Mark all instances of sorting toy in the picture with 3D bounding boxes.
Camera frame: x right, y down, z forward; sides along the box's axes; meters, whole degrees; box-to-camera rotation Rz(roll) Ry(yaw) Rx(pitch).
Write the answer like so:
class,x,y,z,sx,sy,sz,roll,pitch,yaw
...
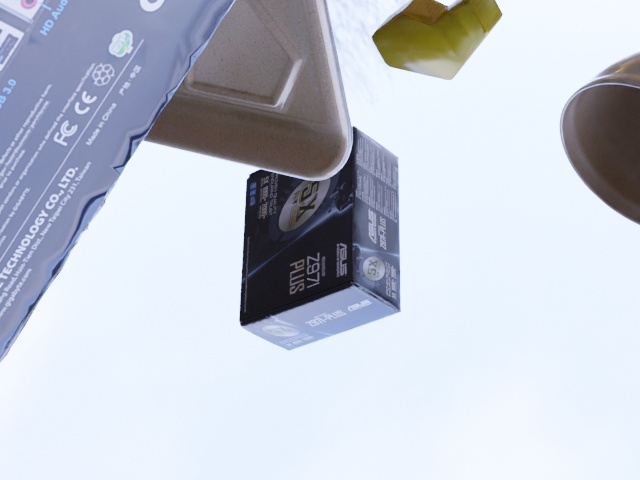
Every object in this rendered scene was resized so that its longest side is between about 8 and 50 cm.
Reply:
class,x,y,z,sx,sy,sz,roll,pitch,yaw
sorting toy,-0.046,-0.138,0.636,0.307,0.229,0.041,14,-134,26

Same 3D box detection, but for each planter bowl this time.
class,x,y,z,sx,sy,sz,roll,pitch,yaw
planter bowl,0.299,-0.099,1.063,0.162,0.162,0.109,23,-122,36

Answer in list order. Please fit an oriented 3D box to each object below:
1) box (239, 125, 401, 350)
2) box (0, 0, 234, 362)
class,x,y,z,sx,sy,sz,roll,pitch,yaw
box,0.000,0.000,1.263,0.147,0.077,0.180,-21,-126,35
box,-0.175,-0.042,0.254,0.073,0.293,0.295,41,-80,40
